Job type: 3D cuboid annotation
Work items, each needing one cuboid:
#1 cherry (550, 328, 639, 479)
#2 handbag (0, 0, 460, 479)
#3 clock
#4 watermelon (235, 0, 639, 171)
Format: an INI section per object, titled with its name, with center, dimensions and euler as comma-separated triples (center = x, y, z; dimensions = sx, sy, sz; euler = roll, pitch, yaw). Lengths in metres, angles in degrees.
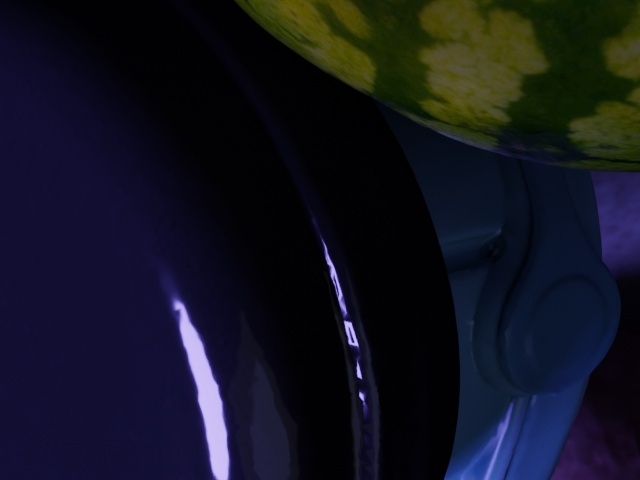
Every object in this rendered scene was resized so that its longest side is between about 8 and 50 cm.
[cherry]
center = 0.120, 0.160, 0.923
dimensions = 0.285, 0.213, 0.236
euler = -5, 150, -29
[handbag]
center = -0.092, 0.008, 0.601
dimensions = 0.093, 0.308, 0.254
euler = -28, 125, -40
[clock]
center = 0.000, 0.000, 0.669
dimensions = 0.094, 0.223, 0.274
euler = -13, 140, -34
[watermelon]
center = 0.074, -0.160, 0.453
dimensions = 0.285, 0.285, 0.285
euler = -11, 142, -9
